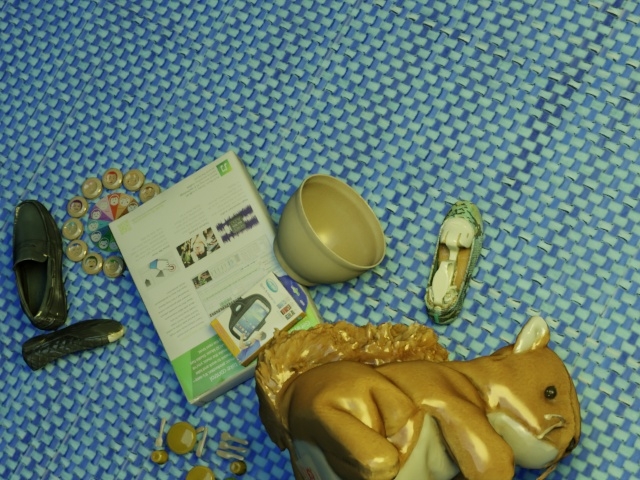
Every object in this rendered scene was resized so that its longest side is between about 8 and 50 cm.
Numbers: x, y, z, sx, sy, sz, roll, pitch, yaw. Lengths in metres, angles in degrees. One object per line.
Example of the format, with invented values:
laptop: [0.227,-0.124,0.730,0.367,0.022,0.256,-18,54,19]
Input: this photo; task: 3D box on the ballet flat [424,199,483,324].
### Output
ballet flat: [0.190,0.026,1.943,0.070,0.070,0.188,6,76,20]

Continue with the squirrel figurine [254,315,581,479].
squirrel figurine: [0.130,0.207,1.768,0.370,0.281,0.397,-23,40,-22]

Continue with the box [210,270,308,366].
box: [-0.084,0.109,1.971,0.136,0.028,0.081,-42,69,6]

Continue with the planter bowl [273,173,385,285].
planter bowl: [0.000,0.000,1.978,0.109,0.162,0.162,-41,63,33]

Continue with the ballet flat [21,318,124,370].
ballet flat: [-0.383,0.160,2.119,0.173,0.049,0.057,-15,27,13]

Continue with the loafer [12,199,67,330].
loafer: [-0.450,0.033,2.153,0.076,0.078,0.223,-18,69,13]

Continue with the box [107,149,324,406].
box: [-0.157,0.056,2.053,0.232,0.058,0.322,-30,68,8]

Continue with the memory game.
memory game: [-0.329,-0.030,2.166,0.186,0.012,0.186,-6,73,18]

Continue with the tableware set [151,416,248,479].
tableware set: [-0.178,0.326,2.006,0.154,0.024,0.104,11,82,20]
